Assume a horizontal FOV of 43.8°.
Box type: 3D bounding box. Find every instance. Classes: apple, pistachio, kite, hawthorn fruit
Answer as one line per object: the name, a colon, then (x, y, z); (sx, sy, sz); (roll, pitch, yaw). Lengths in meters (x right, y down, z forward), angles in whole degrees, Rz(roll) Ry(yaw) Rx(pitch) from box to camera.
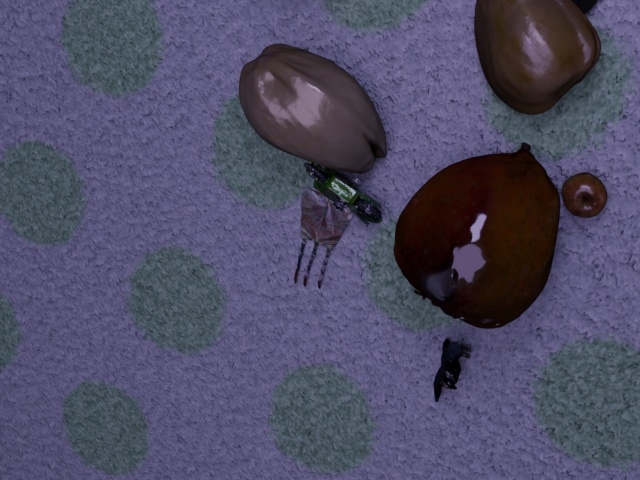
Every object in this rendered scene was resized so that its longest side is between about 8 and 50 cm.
apple: (0.486, -0.084, 1.467); (0.084, 0.071, 0.083); (8, 113, 19)
pistachio: (-0.014, -0.249, 1.568); (0.332, 0.207, 0.226); (31, 157, -2)
kite: (-0.001, 0.001, 1.716); (0.127, 0.016, 0.229); (18, 108, 21)
pistachio: (0.360, -0.358, 1.408); (0.213, 0.163, 0.260); (-36, 77, 39)
hawthorn fruit: (0.294, 0.000, 1.449); (0.325, 0.308, 0.308); (-35, 88, 17)

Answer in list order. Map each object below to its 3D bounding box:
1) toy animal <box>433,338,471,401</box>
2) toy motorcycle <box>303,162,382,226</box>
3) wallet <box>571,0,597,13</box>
toy animal: (0.263, 0.254, 1.620); (0.062, 0.108, 0.220); (24, 145, 12)
toy motorcycle: (0.045, -0.097, 1.627); (0.190, 0.106, 0.074); (36, 90, 7)
wallet: (0.414, -0.529, 1.387); (0.245, 0.052, 0.168); (35, 118, 0)
